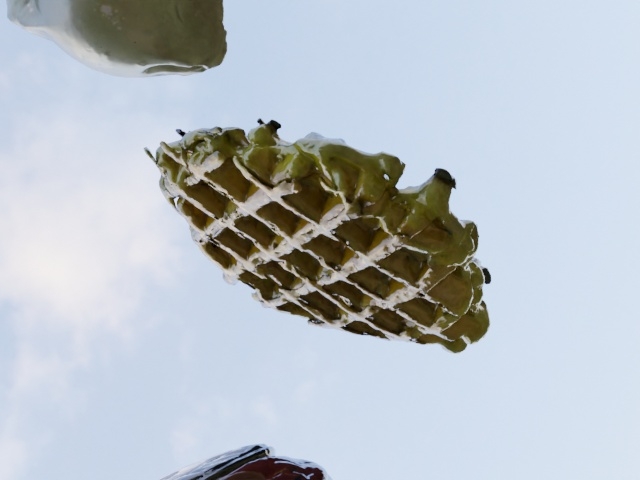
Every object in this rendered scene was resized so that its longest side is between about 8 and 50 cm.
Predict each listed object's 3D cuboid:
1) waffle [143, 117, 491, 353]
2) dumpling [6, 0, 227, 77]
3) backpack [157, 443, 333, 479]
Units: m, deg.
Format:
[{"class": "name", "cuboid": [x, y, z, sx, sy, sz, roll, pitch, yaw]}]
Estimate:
[{"class": "waffle", "cuboid": [0.000, 0.000, 1.274, 0.095, 0.379, 0.382, -64, -32, -24]}, {"class": "dumpling", "cuboid": [-0.172, -0.221, 1.021, 0.181, 0.111, 0.155, 10, -89, -29]}, {"class": "backpack", "cuboid": [-0.083, 0.276, 1.115, 0.229, 0.229, 0.139, -16, -92, -43]}]
